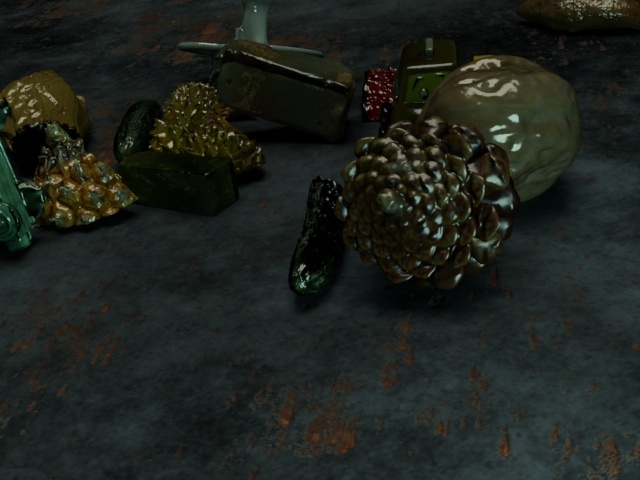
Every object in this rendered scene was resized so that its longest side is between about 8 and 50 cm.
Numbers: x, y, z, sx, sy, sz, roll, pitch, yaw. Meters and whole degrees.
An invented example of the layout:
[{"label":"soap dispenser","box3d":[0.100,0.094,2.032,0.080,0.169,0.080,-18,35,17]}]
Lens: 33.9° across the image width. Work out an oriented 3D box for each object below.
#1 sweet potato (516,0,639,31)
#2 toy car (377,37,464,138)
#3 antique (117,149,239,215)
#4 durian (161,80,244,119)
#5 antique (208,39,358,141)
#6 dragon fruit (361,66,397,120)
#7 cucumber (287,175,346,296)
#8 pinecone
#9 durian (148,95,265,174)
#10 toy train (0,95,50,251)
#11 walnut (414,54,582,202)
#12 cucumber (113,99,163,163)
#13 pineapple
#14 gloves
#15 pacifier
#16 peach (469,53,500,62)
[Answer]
[{"label":"sweet potato","box3d":[0.605,-0.540,2.496,0.342,0.092,0.114,12,8,33]},{"label":"toy car","box3d":[0.202,-0.268,1.918,0.204,0.198,0.247,-3,38,7]},{"label":"antique","box3d":[-0.260,-0.107,1.870,0.221,0.080,0.081,8,29,31]},{"label":"durian","box3d":[-0.240,-0.295,2.234,0.224,0.078,0.140,0,28,17]},{"label":"antique","box3d":[-0.076,-0.304,2.069,0.284,0.125,0.150,16,27,1]},{"label":"dragon fruit","box3d":[0.170,-0.295,2.112,0.192,0.092,0.122,12,33,34]},{"label":"cucumber","box3d":[0.000,0.000,1.594,0.072,0.081,0.303,-45,17,28]},{"label":"pinecone","box3d":[0.161,-0.063,1.496,0.264,0.264,0.264,-6,27,3]},{"label":"durian","box3d":[-0.235,-0.200,2.008,0.191,0.112,0.341,-14,29,-17]},{"label":"toy train","box3d":[-0.588,-0.115,1.738,0.202,0.300,0.120,-6,26,23]},{"label":"walnut","box3d":[0.285,-0.179,1.701,0.273,0.227,0.273,-2,25,1]},{"label":"cucumber","box3d":[-0.374,-0.215,2.117,0.075,0.074,0.241,-4,27,6]},{"label":"pineapple","box3d":[-0.461,-0.109,1.842,0.250,0.164,0.140,17,43,34]},{"label":"gloves","box3d":[-0.582,-0.267,2.186,0.203,0.155,0.356,-11,23,-16]},{"label":"pacifier","box3d":[-0.146,-0.478,2.386,0.343,0.269,0.288,10,6,25]},{"label":"peach","box3d":[0.361,-0.373,2.262,0.077,0.050,0.083,27,47,13]}]
